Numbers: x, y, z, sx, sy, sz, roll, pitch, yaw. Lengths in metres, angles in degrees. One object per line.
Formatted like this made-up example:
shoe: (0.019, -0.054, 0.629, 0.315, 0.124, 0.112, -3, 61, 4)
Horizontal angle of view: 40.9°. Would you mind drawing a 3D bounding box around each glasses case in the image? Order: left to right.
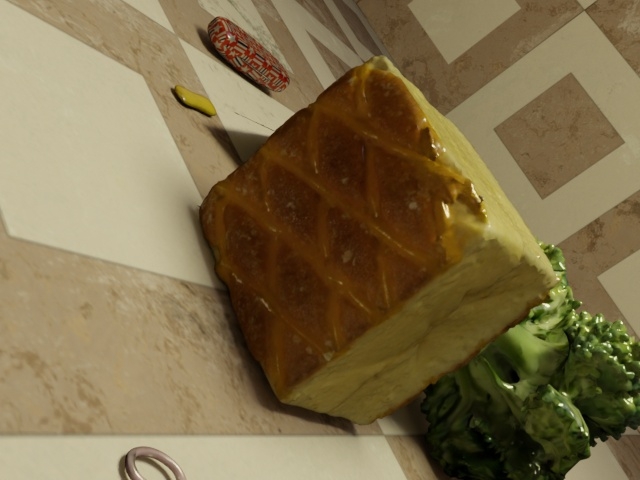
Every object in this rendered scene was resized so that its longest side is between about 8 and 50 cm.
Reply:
glasses case: (-0.124, -0.308, 1.438, 0.194, 0.049, 0.073, 28, 29, -54)

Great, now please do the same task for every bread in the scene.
bread: (0.053, 0.005, 0.901, 0.207, 0.279, 0.279, 32, 27, -49)

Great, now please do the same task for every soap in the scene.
soap: (-0.167, -0.187, 1.150, 0.034, 0.012, 0.089, 60, 18, 19)

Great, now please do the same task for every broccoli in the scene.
broccoli: (0.230, 0.141, 1.084, 0.338, 0.277, 0.317, 65, 5, 4)

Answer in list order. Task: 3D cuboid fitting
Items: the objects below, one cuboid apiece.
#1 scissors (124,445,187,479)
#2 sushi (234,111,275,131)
scissors: (-0.071, 0.203, 0.625, 0.176, 0.022, 0.085, 34, 22, -41)
sushi: (0.053, -0.071, 1.261, 0.343, 0.064, 0.359, 26, 5, 11)
